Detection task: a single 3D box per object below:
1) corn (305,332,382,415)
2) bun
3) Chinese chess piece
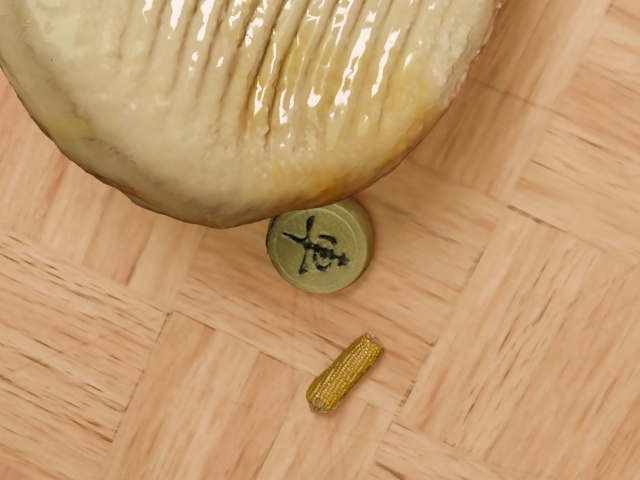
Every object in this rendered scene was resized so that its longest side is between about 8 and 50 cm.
[{"bbox_3d":[0.017,0.107,1.260,0.027,0.028,0.083,32,112,-24],"label":"corn"},{"bbox_3d":[-0.064,-0.193,1.049,0.365,0.219,0.365,-3,98,-23],"label":"bun"},{"bbox_3d":[0.000,0.000,1.224,0.084,0.034,0.084,3,110,9],"label":"Chinese chess piece"}]
